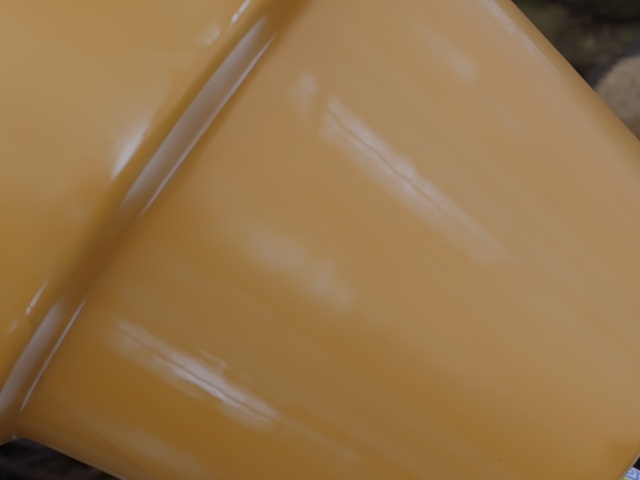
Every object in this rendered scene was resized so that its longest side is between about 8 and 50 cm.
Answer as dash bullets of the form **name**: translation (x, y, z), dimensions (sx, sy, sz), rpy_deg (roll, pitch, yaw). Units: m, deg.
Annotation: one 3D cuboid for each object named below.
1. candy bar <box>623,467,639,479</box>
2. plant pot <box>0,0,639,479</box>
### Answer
- **candy bar**: translation (0.097, 0.087, 0.707), dimensions (0.161, 0.018, 0.040), rpy_deg (25, -15, -8)
- **plant pot**: translation (0.000, 0.000, 0.506), dimensions (0.188, 0.205, 0.205), rpy_deg (37, 39, 2)
